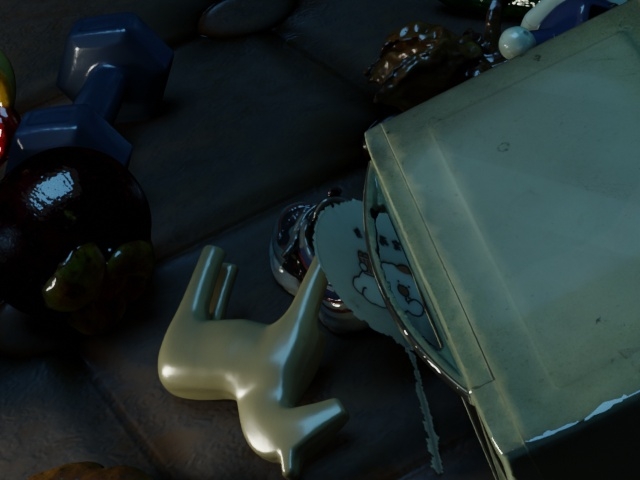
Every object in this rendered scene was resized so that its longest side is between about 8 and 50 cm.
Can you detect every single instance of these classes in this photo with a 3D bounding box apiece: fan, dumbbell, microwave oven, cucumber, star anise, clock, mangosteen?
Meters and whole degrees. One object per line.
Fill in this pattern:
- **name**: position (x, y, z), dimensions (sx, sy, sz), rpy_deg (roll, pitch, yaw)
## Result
- **fan**: position (0.080, 0.087, 1.528), dimensions (0.009, 0.190, 0.329), rpy_deg (-46, 41, 34)
- **dumbbell**: position (-0.287, -0.158, 2.004), dimensions (0.144, 0.160, 0.325), rpy_deg (20, 36, -4)
- **microwave oven**: position (0.240, 0.047, 1.317), dimensions (0.333, 0.247, 0.394), rpy_deg (-25, 43, 5)
- **cucumber**: position (0.260, -0.316, 2.100), dimensions (0.284, 0.056, 0.056), rpy_deg (18, 45, 36)
- **star anise**: position (0.187, -0.237, 1.926), dimensions (0.237, 0.148, 0.346), rpy_deg (19, 56, 38)
- **clock**: position (0.284, -0.172, 1.763), dimensions (0.146, 0.199, 0.243), rpy_deg (-44, 23, 42)
- **mangosteen**: position (-0.271, -0.002, 1.733), dimensions (0.210, 0.210, 0.210), rpy_deg (-11, 33, 7)

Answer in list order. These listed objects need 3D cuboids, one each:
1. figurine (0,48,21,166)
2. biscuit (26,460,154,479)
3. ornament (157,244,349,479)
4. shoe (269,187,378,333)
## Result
- **figurine**: position (-0.558, -0.198, 2.003), dimensions (0.387, 0.401, 0.268), rpy_deg (-10, -5, 42)
- **biscuit**: position (-0.233, 0.276, 1.433), dimensions (0.212, 0.036, 0.212), rpy_deg (-11, 34, 8)
- **ornament**: position (-0.058, 0.118, 1.555), dimensions (0.230, 0.061, 0.245), rpy_deg (1, 55, 31)
- **shoe**: position (0.001, 0.000, 1.670), dimensions (0.099, 0.125, 0.227), rpy_deg (-27, 36, -13)
